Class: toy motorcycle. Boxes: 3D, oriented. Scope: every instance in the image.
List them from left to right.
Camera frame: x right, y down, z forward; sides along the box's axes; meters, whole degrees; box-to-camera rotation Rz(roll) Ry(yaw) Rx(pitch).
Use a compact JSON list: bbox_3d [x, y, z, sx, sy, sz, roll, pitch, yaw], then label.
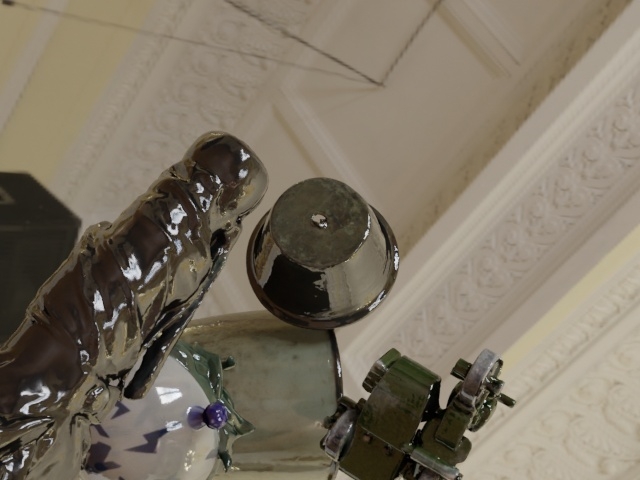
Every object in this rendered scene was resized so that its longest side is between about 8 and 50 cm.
[{"bbox_3d":[0.123,0.231,1.238,0.205,0.127,0.275,29,-73,20],"label":"toy motorcycle"}]

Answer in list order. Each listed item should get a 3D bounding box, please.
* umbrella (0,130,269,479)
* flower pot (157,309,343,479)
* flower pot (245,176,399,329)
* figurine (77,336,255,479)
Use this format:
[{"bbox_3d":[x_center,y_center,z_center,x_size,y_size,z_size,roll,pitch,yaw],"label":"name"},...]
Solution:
[{"bbox_3d":[-0.139,0.083,0.498,0.106,0.357,0.113,38,-21,2],"label":"umbrella"},{"bbox_3d":[-0.149,0.257,1.499,0.293,0.330,0.293,177,-90,-77],"label":"flower pot"},{"bbox_3d":[0.000,0.000,1.377,0.148,0.235,0.235,85,-18,-66],"label":"flower pot"},{"bbox_3d":[-0.264,0.224,1.060,0.382,0.186,0.261,-18,-64,13],"label":"figurine"}]
